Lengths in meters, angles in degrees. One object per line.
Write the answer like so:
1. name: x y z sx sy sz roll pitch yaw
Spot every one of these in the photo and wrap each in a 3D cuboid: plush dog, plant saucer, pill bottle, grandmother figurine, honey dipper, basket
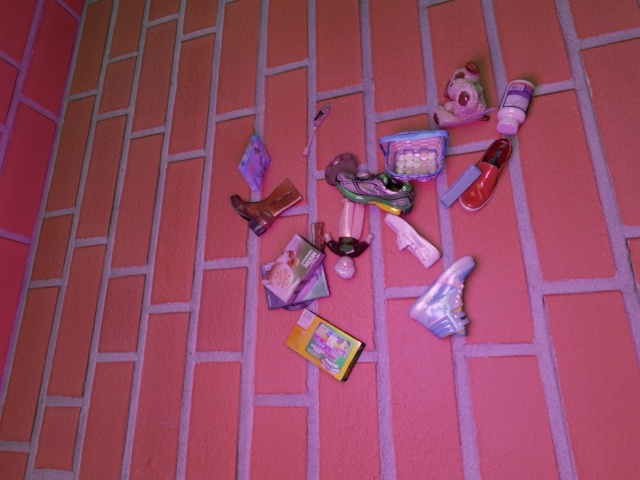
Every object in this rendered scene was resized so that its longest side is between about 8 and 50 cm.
1. plush dog: 0.600 -0.606 1.661 0.210 0.262 0.226 -1 81 -16
2. plant saucer: 0.554 -0.212 1.596 0.192 0.018 0.067 -51 38 26
3. pill bottle: 0.776 -0.531 1.616 0.108 0.108 0.194 18 81 23
4. grandmother figurine: 0.113 -0.005 1.689 0.207 0.104 0.343 -1 72 23
5. honey dipper: -0.050 -0.478 1.929 0.030 0.030 0.161 13 77 22
6. plant saucer: 0.098 -0.311 1.810 0.168 0.029 0.169 -15 61 28
7. basket: 0.377 -0.346 1.596 0.254 0.289 0.201 0 72 18

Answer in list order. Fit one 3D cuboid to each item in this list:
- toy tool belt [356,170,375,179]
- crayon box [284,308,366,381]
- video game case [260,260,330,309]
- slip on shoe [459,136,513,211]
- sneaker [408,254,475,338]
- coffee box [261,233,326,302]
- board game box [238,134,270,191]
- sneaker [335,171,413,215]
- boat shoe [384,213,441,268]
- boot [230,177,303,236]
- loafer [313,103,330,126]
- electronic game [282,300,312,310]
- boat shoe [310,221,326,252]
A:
1. toy tool belt: 0.197 -0.286 1.773 0.083 0.052 0.051 -12 26 11
2. crayon box: 0.017 0.412 1.602 0.278 0.081 0.165 27 84 24
3. video game case: -0.109 0.168 1.698 0.274 0.026 0.196 -15 77 14
4. slip on shoe: 0.649 -0.264 1.582 0.123 0.101 0.331 31 87 23
5. sneaker: 0.499 0.225 1.473 0.319 0.127 0.208 -50 63 10
6. coffee box: -0.106 0.115 1.641 0.141 0.098 0.246 37 92 18
7. board game box: -0.302 -0.359 1.874 0.039 0.160 0.212 0 54 20
8. sneaker: 0.221 -0.226 1.642 0.343 0.146 0.134 19 41 20
9. boat shoe: 0.346 0.000 1.606 0.096 0.098 0.277 -46 66 0
10. boot: -0.258 -0.196 1.881 0.280 0.096 0.264 -42 59 -1
11. loafer: 0.006 -0.610 1.944 0.045 0.039 0.125 30 85 25
12. electronic game: -0.118 0.187 1.736 0.229 0.048 0.229 -3 81 16
13. boat shoe: 0.000 0.000 1.745 0.060 0.064 0.178 -15 67 16
